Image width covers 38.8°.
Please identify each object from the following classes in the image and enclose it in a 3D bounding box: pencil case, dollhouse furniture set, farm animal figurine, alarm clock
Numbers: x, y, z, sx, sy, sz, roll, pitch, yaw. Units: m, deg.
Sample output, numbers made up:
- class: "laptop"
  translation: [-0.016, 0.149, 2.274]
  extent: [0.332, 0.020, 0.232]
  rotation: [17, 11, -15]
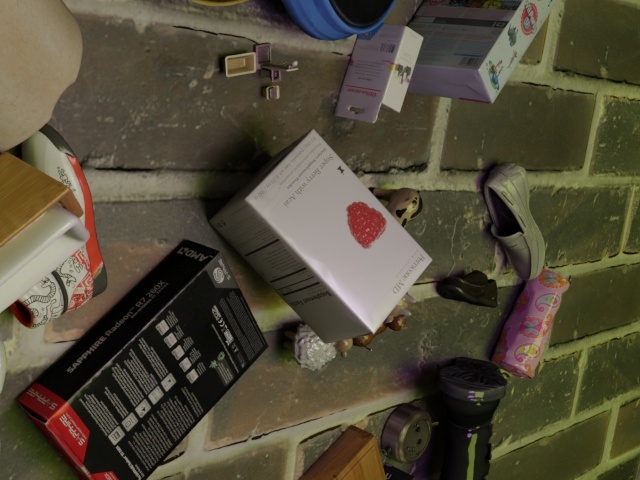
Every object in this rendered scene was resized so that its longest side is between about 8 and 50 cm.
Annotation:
- class: "pencil case"
  translation: [0.536, 0.206, 2.307]
  extent: [0.124, 0.124, 0.284]
  rotation: [39, 71, -48]
- class: "dollhouse furniture set"
  translation: [-0.093, -0.261, 1.452]
  extent: [0.114, 0.081, 0.091]
  rotation: [-20, 118, -43]
- class: "farm animal figurine"
  translation: [0.092, 0.069, 1.711]
  extent: [0.326, 0.172, 0.330]
  rotation: [-9, 110, -47]
- class: "alarm clock"
  translation: [0.185, 0.447, 2.042]
  extent: [0.192, 0.064, 0.129]
  rotation: [-29, 124, -36]

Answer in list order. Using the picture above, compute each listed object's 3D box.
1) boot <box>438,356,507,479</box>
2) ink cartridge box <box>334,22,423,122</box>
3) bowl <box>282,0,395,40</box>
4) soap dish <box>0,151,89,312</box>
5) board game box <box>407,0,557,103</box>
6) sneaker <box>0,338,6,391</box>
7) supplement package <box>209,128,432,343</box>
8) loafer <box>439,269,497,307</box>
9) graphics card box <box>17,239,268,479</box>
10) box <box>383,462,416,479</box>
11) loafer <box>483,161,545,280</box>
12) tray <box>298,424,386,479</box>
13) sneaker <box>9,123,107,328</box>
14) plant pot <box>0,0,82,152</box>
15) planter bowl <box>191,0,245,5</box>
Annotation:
- class: "boot"
  translation: [0.315, 0.512, 2.053]
  extent: [0.367, 0.146, 0.445]
  rotation: [1, 100, -72]
- class: "ink cartridge box"
  translation: [0.104, -0.297, 1.646]
  extent: [0.061, 0.104, 0.181]
  rotation: [18, 91, -50]
- class: "bowl"
  translation: [0.046, -0.518, 1.454]
  extent: [0.391, 0.077, 0.391]
  rotation: [-30, 125, -56]
- class: "soap dish"
  translation: [-0.411, 0.028, 1.051]
  extent: [0.291, 0.229, 0.118]
  rotation: [-41, 93, -11]
- class: "board game box"
  translation: [0.294, -0.413, 1.730]
  extent: [0.303, 0.224, 0.097]
  rotation: [-57, 137, -17]
- class: "sneaker"
  translation: [-0.488, 0.233, 1.195]
  extent: [0.126, 0.091, 0.240]
  rotation: [2, 103, -30]
- class: "supplement package"
  translation: [0.000, 0.000, 1.482]
  extent: [0.293, 0.175, 0.177]
  rotation: [47, 63, -11]
- class: "loafer"
  translation: [0.342, 0.104, 2.093]
  extent: [0.220, 0.080, 0.078]
  rotation: [18, 80, -55]
- class: "graphics card box"
  translation: [-0.261, 0.204, 1.419]
  extent: [0.371, 0.094, 0.233]
  rotation: [-46, 133, -27]
- class: "box"
  translation: [0.170, 0.551, 2.040]
  extent: [0.062, 0.083, 0.052]
  rotation: [-51, 135, -25]
- class: "loafer"
  translation: [0.448, -0.031, 2.139]
  extent: [0.111, 0.112, 0.319]
  rotation: [-38, 122, -28]
- class: "tray"
  translation: [0.072, 0.618, 1.963]
  extent: [0.203, 0.076, 0.411]
  rotation: [-40, 131, -33]
- class: "sneaker"
  translation: [-0.380, -0.011, 1.209]
  extent: [0.145, 0.090, 0.270]
  rotation: [-35, 130, -39]
- class: "plant pot"
  translation: [-0.422, -0.252, 0.936]
  extent: [0.334, 0.333, 0.305]
  rotation: [-61, 150, -13]
- class: "planter bowl"
  translation: [-0.149, -0.430, 1.291]
  extent: [0.217, 0.090, 0.217]
  rotation: [0, 90, -8]
